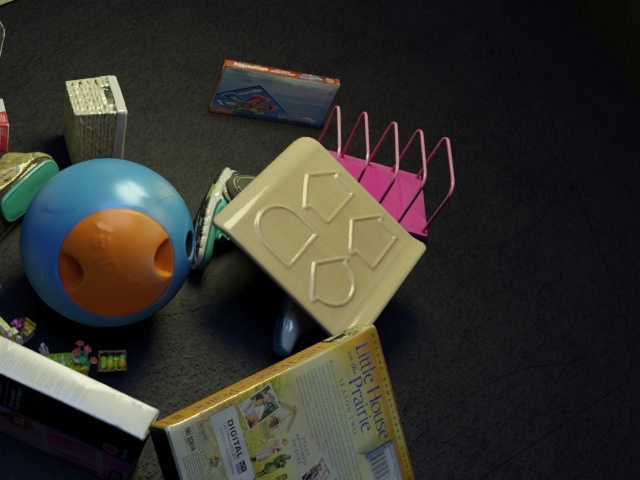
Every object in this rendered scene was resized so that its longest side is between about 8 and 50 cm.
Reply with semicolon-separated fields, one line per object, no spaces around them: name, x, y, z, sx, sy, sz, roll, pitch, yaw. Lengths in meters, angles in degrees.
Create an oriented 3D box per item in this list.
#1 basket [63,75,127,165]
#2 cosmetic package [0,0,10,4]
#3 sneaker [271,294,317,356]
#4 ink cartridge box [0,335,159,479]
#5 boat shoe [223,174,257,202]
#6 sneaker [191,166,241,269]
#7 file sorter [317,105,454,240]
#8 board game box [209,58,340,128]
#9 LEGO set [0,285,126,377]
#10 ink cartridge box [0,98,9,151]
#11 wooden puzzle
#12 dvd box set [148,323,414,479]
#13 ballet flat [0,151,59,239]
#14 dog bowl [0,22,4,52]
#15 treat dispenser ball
basket;-0.459;-0.236;1.627;0.103;0.167;0.113;-9;56;-24
cosmetic package;-0.755;-0.677;1.875;0.197;0.155;0.365;35;46;10
sneaker;-0.029;0.136;1.563;0.092;0.087;0.228;27;47;-5
ink cartridge box;-0.435;0.238;1.210;0.371;0.175;0.069;28;45;-1
boat shoe;-0.039;-0.053;1.657;0.335;0.095;0.112;33;39;-20
sneaker;-0.194;-0.043;1.633;0.110;0.107;0.275;30;44;-11
file sorter;0.137;-0.162;1.836;0.291;0.182;0.202;14;47;-15
board game box;-0.109;-0.343;1.902;0.281;0.145;0.027;6;48;-22
LEGO set;-0.457;0.160;1.316;0.287;0.107;0.132;26;45;-3
ink cartridge box;-0.667;-0.217;1.496;0.150;0.063;0.109;-2;37;-28
wooden puzzle;0.000;0.000;1.558;0.348;0.080;0.322;42;50;-1
dvd box set;-0.040;0.346;1.273;0.420;0.062;0.307;-22;101;-38
ballet flat;-0.611;-0.049;1.436;0.123;0.123;0.348;30;46;1
dog bowl;-0.808;-0.381;1.585;0.349;0.102;0.348;12;37;-9
treat dispenser ball;-0.360;0.004;1.373;0.288;0.288;0.288;14;47;-15
